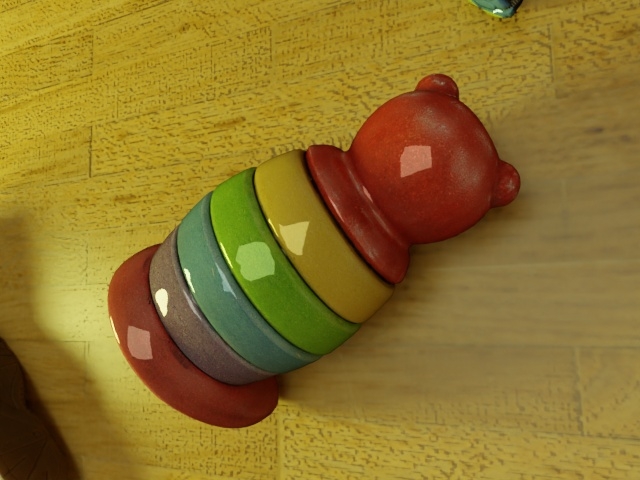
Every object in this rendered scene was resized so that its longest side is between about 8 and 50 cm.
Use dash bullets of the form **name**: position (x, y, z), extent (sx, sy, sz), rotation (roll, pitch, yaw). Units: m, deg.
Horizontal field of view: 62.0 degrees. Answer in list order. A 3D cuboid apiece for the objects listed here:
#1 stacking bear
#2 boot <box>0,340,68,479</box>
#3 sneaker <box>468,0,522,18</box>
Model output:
- **stacking bear**: position (0.000, 0.000, 0.406), extent (0.289, 0.164, 0.176), rotation (-35, 71, 14)
- **boot**: position (-0.417, 0.243, 0.612), extent (0.262, 0.095, 0.203), rotation (46, 106, 19)
- **sneaker**: position (0.120, -0.263, 0.417), extent (0.078, 0.067, 0.188), rotation (-21, 73, 29)
